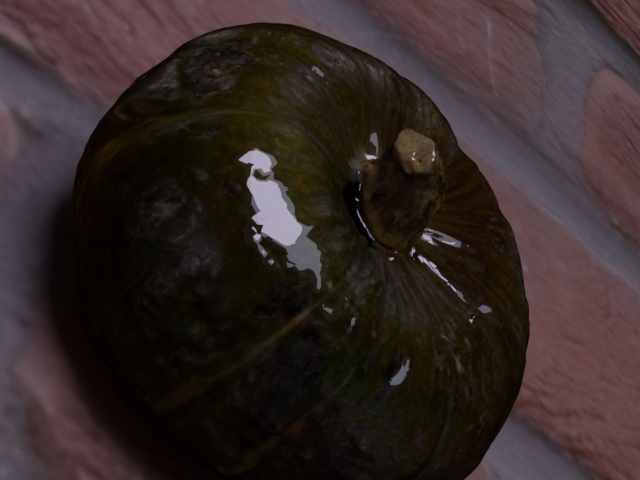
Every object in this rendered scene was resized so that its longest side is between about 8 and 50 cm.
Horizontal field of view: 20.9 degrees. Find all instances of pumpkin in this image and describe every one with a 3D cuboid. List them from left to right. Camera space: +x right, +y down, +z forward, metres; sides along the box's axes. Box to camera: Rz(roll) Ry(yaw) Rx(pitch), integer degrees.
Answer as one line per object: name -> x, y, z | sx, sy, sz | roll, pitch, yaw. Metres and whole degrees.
pumpkin -> 0.000, 0.000, 0.738 | 0.219, 0.162, 0.219 | 27, 44, -30
